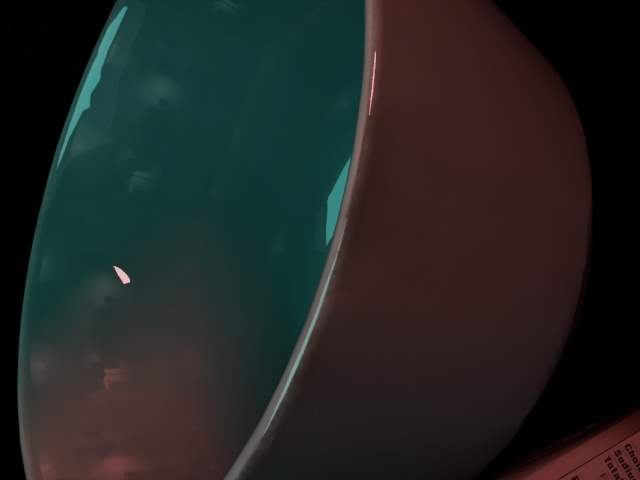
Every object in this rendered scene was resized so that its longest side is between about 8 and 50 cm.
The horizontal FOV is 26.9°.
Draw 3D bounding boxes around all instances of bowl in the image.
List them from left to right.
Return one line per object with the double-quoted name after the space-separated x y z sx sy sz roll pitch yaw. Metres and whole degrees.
0.000 0.000 0.587 0.311 0.163 0.311 -36 46 47 "bowl"

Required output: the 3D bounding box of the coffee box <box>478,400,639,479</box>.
0.050 0.172 0.525 0.168 0.297 0.119 -40 74 45 "coffee box"
